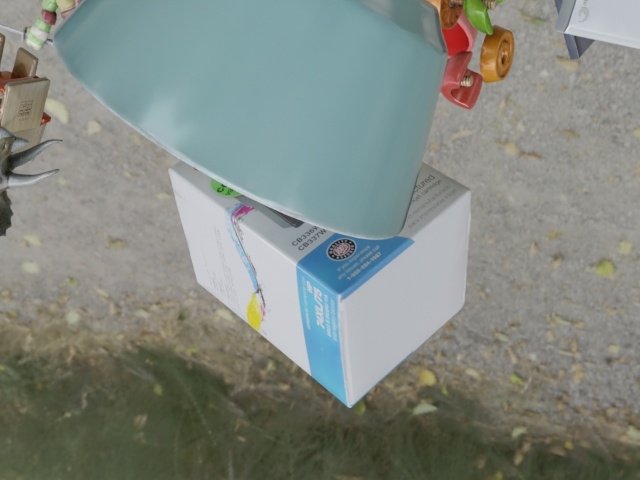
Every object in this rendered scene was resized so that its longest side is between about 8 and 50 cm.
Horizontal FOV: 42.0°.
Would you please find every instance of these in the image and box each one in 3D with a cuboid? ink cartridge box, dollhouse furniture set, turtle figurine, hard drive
[{"bbox_3d":[0.000,0.000,0.940,0.270,0.198,0.197,35,149,32],"label":"ink cartridge box"},{"bbox_3d":[-0.498,-0.221,1.158,0.259,0.262,0.135,34,121,18],"label":"dollhouse furniture set"},{"bbox_3d":[-0.470,-0.430,1.603,0.275,0.198,0.266,-16,123,28],"label":"turtle figurine"},{"bbox_3d":[0.647,-0.488,1.611,0.353,0.047,0.233,6,111,-19],"label":"hard drive"}]

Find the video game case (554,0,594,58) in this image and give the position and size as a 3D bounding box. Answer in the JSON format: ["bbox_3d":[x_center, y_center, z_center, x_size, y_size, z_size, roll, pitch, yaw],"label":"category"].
[{"bbox_3d":[0.574,-0.537,1.768,0.026,0.274,0.196,5,131,44],"label":"video game case"}]

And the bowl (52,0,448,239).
[{"bbox_3d":[-0.025,-0.153,0.643,0.311,0.311,0.163,31,108,-6],"label":"bowl"}]

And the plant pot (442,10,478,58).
[{"bbox_3d":[0.268,-0.588,1.889,0.275,0.243,0.275,25,172,4],"label":"plant pot"}]

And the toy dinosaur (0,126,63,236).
[{"bbox_3d":[-0.375,-0.049,0.775,0.160,0.121,0.313,17,171,-35],"label":"toy dinosaur"}]

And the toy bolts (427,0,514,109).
[{"bbox_3d":[0.217,-0.327,1.434,0.158,0.228,0.218,16,159,29],"label":"toy bolts"}]
